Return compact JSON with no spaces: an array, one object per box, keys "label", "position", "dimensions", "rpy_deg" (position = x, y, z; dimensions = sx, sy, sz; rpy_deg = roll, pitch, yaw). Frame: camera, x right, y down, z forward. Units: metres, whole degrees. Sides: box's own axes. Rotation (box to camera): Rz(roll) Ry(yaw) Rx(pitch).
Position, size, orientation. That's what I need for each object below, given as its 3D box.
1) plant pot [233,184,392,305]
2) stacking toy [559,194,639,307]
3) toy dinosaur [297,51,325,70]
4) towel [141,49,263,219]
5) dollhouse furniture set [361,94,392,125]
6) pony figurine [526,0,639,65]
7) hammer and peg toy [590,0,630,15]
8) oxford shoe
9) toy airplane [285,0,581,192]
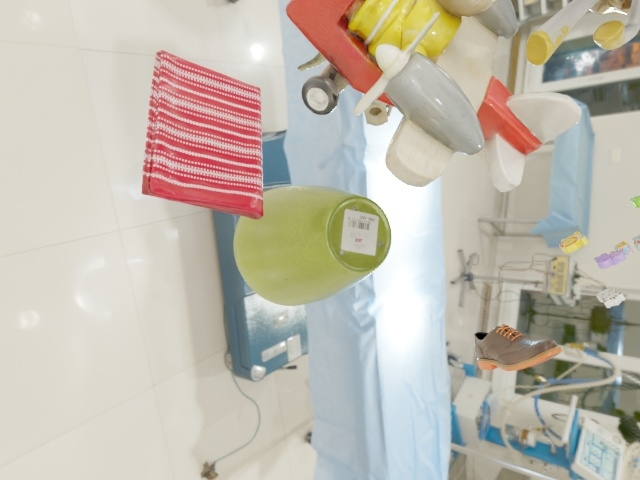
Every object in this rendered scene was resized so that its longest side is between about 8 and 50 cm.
[{"label":"plant pot","position":[0.000,0.000,0.889],"dimensions":[0.275,0.293,0.274],"rpy_deg":[3,84,-27]},{"label":"stacking toy","position":[0.641,0.018,0.919],"dimensions":[0.167,0.221,0.052],"rpy_deg":[54,14,-7]},{"label":"toy dinosaur","position":[0.067,-0.457,0.948],"dimensions":[0.268,0.118,0.064],"rpy_deg":[-60,176,5]},{"label":"towel","position":[-0.183,-0.174,0.735],"dimensions":[0.199,0.031,0.274],"rpy_deg":[11,64,-34]},{"label":"dollhouse furniture set","position":[0.198,-0.408,1.162],"dimensions":[0.101,0.161,0.181],"rpy_deg":[62,30,-61]},{"label":"pony figurine","position":[0.474,-0.467,0.637],"dimensions":[0.363,0.303,0.351],"rpy_deg":[-33,136,-17]},{"label":"hammer and peg toy","position":[0.710,-0.567,0.844],"dimensions":[0.361,0.127,0.266],"rpy_deg":[-10,138,-21]},{"label":"oxford shoe","position":[0.447,0.249,1.048],"dimensions":[0.097,0.271,0.098],"rpy_deg":[-13,77,-20]},{"label":"toy airplane","position":[0.183,-0.251,0.606],"dimensions":[0.385,0.272,0.386],"rpy_deg":[-10,58,-22]}]
